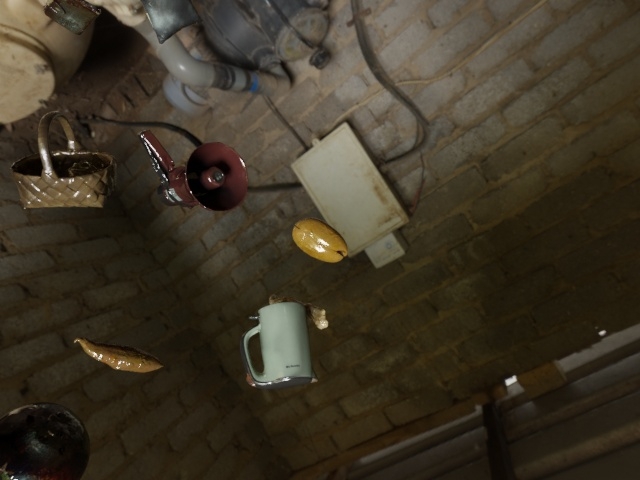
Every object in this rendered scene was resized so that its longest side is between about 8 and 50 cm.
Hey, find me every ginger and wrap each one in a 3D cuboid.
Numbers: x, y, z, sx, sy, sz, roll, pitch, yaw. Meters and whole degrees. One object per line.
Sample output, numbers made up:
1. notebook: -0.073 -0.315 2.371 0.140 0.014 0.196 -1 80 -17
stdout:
1. ginger: -0.086 0.257 1.504 0.288 0.089 0.075 12 -164 34

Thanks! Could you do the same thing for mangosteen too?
1. mangosteen: -0.890 0.672 1.256 0.330 0.329 0.330 -33 176 -3

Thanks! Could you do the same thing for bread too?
1. bread: 0.000 0.000 1.273 0.114 0.190 0.077 -59 180 -6

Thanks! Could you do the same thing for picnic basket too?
1. picnic basket: -0.919 -0.298 1.454 0.337 0.337 0.293 -34 -147 10

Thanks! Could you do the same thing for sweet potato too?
1. sweet potato: -0.472 0.272 0.959 0.068 0.206 0.059 6 -112 57

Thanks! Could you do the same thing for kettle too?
1. kettle: -0.140 0.347 1.321 0.241 0.255 0.165 0 154 -19

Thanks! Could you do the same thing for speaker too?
1. speaker: -0.413 -0.187 1.197 0.330 0.198 0.259 0 156 40

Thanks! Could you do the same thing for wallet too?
1. wallet: -0.786 -0.717 1.280 0.232 0.031 0.122 9 169 46

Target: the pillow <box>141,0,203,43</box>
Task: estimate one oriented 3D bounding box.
1. pillow: -0.506 -0.794 1.319 0.186 0.106 0.249 -42 139 -17
